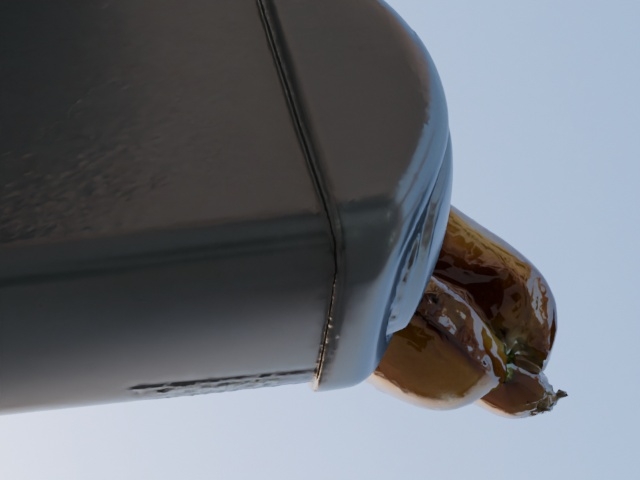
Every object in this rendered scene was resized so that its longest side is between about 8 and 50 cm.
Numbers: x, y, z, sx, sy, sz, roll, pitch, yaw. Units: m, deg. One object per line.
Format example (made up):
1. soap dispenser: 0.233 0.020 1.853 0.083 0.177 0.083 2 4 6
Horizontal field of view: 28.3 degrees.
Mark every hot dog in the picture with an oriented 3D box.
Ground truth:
1. hot dog: 0.000 0.000 0.732 0.337 0.135 0.100 39 -55 33

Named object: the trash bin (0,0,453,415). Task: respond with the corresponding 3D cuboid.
1. trash bin: -0.070 -0.025 0.481 0.236 0.177 0.101 -7 -37 -13
